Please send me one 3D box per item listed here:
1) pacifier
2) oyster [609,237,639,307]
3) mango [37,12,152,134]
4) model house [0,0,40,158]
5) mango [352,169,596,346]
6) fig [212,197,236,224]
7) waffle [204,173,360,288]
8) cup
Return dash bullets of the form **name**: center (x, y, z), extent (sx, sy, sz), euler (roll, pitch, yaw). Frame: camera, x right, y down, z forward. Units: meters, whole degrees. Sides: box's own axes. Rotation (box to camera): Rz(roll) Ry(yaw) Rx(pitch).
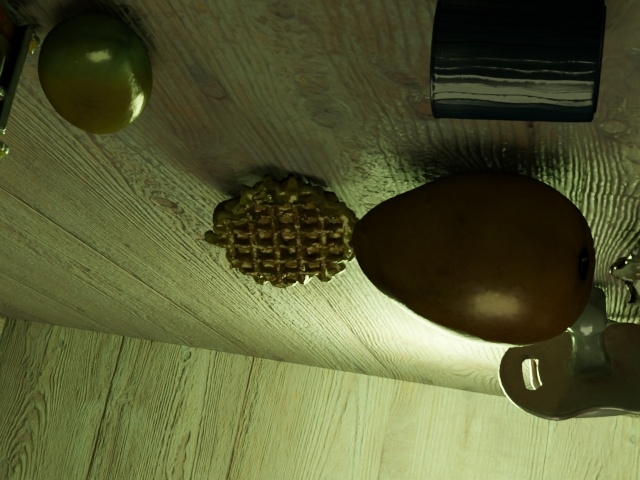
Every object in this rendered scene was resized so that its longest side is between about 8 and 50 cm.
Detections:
- **pacifier**: center (0.485, 0.214, 1.656), extent (0.332, 0.220, 0.273), euler (-6, 160, 11)
- **oyster**: center (0.517, 0.037, 1.283), extent (0.214, 0.083, 0.223), euler (5, 158, 10)
- **mango**: center (-0.249, -0.188, 1.036), extent (0.130, 0.092, 0.194), euler (19, 158, -17)
- **model house**: center (-0.497, -0.177, 1.006), extent (0.357, 0.243, 0.313), euler (10, 167, -1)
- **mango**: center (0.194, 0.022, 1.231), extent (0.263, 0.221, 0.378), euler (17, 174, -34)
- **fig**: center (-0.126, -0.036, 1.523), extent (0.084, 0.082, 0.098), euler (-17, -169, 32)
- **waffle**: center (-0.052, -0.002, 1.440), extent (0.243, 0.059, 0.237), euler (34, 131, -31)
- **cup**: center (0.176, -0.169, 0.814), extent (0.138, 0.150, 0.113), euler (6, 129, 15)
